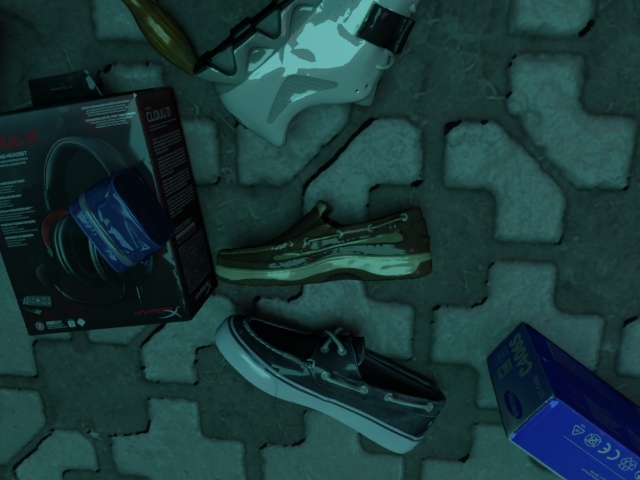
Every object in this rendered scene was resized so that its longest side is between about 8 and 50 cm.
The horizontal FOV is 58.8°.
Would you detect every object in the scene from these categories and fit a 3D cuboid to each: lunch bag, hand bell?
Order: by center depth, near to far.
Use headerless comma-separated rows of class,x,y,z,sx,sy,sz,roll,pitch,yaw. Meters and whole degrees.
lunch bag,-0.203,-0.016,0.585,0.065,0.067,0.098,-28,105,13
hand bell,-0.220,-0.280,0.613,0.126,0.126,0.242,-33,114,17

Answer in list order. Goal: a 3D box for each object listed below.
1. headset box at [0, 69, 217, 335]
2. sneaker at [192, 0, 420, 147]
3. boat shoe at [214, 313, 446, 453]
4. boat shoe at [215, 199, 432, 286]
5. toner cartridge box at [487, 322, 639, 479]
headset box,-0.268,-0.048,0.678,0.218,0.110,0.293,-6,107,9
sneaker,0.040,-0.224,0.587,0.330,0.122,0.146,-34,119,16
boat shoe,0.018,0.157,0.711,0.301,0.108,0.102,30,110,-6
boat shoe,0.001,-0.001,0.677,0.257,0.095,0.095,-3,94,3
toner cartridge box,0.363,0.255,0.666,0.347,0.165,0.075,36,109,-4
